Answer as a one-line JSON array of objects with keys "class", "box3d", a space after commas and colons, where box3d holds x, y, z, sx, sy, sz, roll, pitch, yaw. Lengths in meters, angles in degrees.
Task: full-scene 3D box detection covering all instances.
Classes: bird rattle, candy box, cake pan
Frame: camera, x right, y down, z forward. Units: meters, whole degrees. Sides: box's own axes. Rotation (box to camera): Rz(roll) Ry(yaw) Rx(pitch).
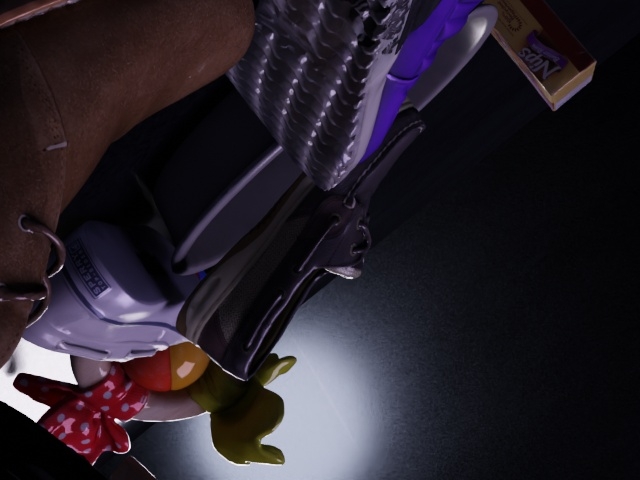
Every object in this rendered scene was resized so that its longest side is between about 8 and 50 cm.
[{"class": "bird rattle", "box3d": [-0.147, 0.110, 1.037, 0.143, 0.253, 0.207, -89, -176, -51]}, {"class": "candy box", "box3d": [0.201, -0.182, 1.073, 0.053, 0.109, 0.186, -39, 175, 10]}, {"class": "cake pan", "box3d": [-0.003, -0.085, 0.828, 0.293, 0.054, 0.293, -38, 174, -5]}]

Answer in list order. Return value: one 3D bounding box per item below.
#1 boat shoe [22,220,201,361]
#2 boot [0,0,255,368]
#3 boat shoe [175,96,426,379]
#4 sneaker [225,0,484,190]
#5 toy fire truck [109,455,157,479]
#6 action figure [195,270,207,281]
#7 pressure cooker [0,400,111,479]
[{"class": "boat shoe", "box3d": [-0.145, 0.042, 0.833, 0.084, 0.095, 0.258, -35, 164, 5]}, {"class": "boot", "box3d": [-0.123, -0.007, 0.404, 0.305, 0.115, 0.112, -36, 172, -31]}, {"class": "boat shoe", "box3d": [-0.001, 0.000, 0.787, 0.223, 0.073, 0.080, -46, 171, 2]}, {"class": "sneaker", "box3d": [0.041, -0.125, 0.548, 0.146, 0.102, 0.293, -38, 174, -18]}, {"class": "toy fire truck", "box3d": [-0.279, 0.258, 0.979, 0.246, 0.217, 0.158, -35, 173, -39]}, {"class": "action figure", "box3d": [-0.104, 0.091, 1.212, 0.091, 0.139, 0.280, -38, 177, 5]}, {"class": "pressure cooker", "box3d": [-0.265, 0.312, 0.573, 0.420, 0.369, 0.376, -48, 154, -35]}]
